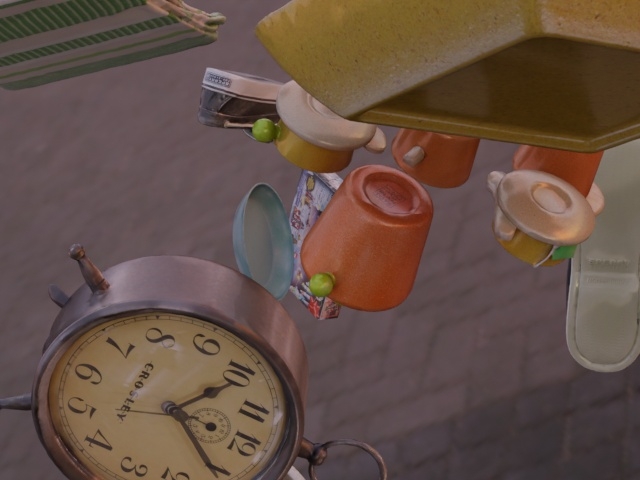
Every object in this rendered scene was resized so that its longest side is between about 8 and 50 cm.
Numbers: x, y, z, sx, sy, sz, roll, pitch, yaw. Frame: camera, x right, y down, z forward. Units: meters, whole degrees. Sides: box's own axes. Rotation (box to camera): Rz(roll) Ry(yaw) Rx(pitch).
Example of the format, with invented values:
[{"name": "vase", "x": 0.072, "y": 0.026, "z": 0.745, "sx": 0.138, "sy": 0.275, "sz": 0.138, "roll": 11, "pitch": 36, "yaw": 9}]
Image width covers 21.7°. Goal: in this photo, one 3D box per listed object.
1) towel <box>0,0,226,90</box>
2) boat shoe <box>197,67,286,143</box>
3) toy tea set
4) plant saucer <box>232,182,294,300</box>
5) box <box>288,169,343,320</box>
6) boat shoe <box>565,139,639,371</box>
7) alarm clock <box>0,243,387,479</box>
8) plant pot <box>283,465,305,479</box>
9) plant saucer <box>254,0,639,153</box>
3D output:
[{"name": "towel", "x": -0.245, "y": -0.198, "z": 1.519, "sx": 0.248, "sy": 0.038, "sz": 0.325, "roll": -13, "pitch": -6, "yaw": 14}, {"name": "boat shoe", "x": -0.067, "y": -0.149, "z": 1.907, "sx": 0.078, "sy": 0.070, "sz": 0.219, "roll": 22, "pitch": 9, "yaw": 34}, {"name": "toy tea set", "x": 0.106, "y": -0.026, "z": 1.403, "sx": 0.200, "sy": 0.336, "sz": 0.124, "roll": -111, "pitch": 33, "yaw": -41}, {"name": "plant saucer", "x": -0.060, "y": 0.003, "z": 1.654, "sx": 0.021, "sy": 0.119, "sz": 0.119, "roll": -8, "pitch": 30, "yaw": 22}, {"name": "box", "x": 0.000, "y": 0.000, "z": 1.712, "sx": 0.027, "sy": 0.137, "sz": 0.094, "roll": -6, "pitch": 34, "yaw": -35}, {"name": "boat shoe", "x": 0.345, "y": -0.026, "z": 1.895, "sx": 0.127, "sy": 0.340, "sz": 0.113, "roll": 5, "pitch": 16, "yaw": 8}, {"name": "alarm clock", "x": -0.054, "y": 0.079, "z": 0.813, "sx": 0.129, "sy": 0.192, "sz": 0.064, "roll": -57, "pitch": 10, "yaw": 28}, {"name": "plant pot", "x": -0.125, "y": 0.472, "z": 2.095, "sx": 0.334, "sy": 0.305, "sz": 0.333, "roll": -9, "pitch": 45, "yaw": 9}, {"name": "plant saucer", "x": 0.170, "y": -0.133, "z": 1.160, "sx": 0.333, "sy": 0.081, "sz": 0.333, "roll": 5, "pitch": -13, "yaw": -29}]
